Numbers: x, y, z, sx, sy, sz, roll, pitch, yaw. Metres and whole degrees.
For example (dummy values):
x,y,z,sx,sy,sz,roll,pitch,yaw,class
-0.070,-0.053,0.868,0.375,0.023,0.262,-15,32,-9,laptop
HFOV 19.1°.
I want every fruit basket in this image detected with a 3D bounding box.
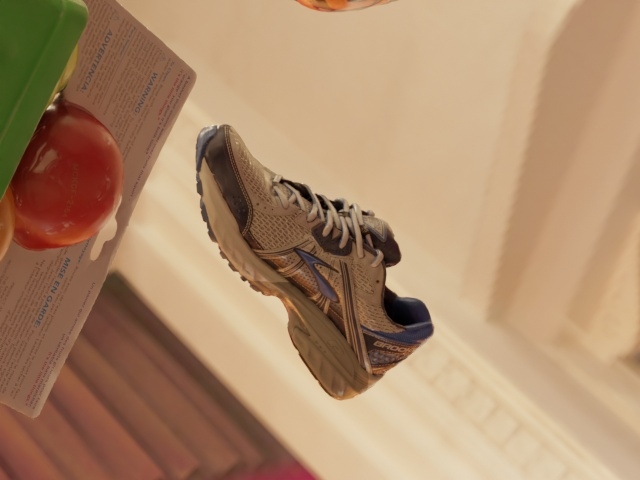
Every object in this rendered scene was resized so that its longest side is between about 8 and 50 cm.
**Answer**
x,y,z,sx,sy,sz,roll,pitch,yaw,class
-0.252,-0.063,1.452,0.327,0.165,0.353,-66,-27,-10,fruit basket

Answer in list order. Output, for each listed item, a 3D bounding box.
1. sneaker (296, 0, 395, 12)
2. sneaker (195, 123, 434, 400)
x,y,z,sx,sy,sz,roll,pitch,yaw,class
0.053,-0.289,1.109,0.180,0.124,0.321,-3,-64,-62,sneaker
0.000,0.000,0.755,0.058,0.052,0.135,-27,-59,17,sneaker
